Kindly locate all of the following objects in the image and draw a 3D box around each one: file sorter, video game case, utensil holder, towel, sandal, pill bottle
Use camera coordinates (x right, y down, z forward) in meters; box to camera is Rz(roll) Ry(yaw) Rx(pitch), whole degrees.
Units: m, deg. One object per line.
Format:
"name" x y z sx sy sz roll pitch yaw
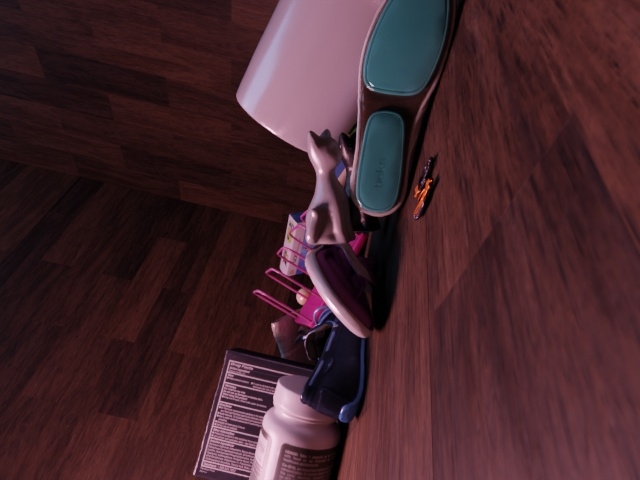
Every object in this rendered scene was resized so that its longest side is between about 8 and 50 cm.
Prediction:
"file sorter" -0.040 0.073 1.158 0.291 0.182 0.202 -59 9 -14
"video game case" 0.000 0.000 1.460 0.061 0.269 0.244 52 141 38
"utensil holder" 0.009 -0.451 1.009 0.385 0.327 0.327 -54 10 24
"towel" -0.061 0.320 1.321 0.187 0.049 0.282 71 -161 3
"sandal" 0.059 0.051 0.823 0.102 0.169 0.416 -44 8 10
"pill bottle" -0.050 0.433 0.814 0.161 0.161 0.283 116 168 -87

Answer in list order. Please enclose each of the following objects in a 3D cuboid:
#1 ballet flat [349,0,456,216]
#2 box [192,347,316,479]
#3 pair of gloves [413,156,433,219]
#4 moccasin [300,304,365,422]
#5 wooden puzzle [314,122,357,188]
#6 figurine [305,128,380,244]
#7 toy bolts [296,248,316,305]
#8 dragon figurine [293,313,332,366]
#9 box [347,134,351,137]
"ballet flat" 0.131 -0.243 0.715 0.139 0.139 0.400 -80 0 -74
"box" -0.126 0.456 1.054 0.183 0.296 0.294 104 180 -78
"pair of gloves" 0.147 -0.073 0.576 0.074 0.010 0.083 102 -177 -50
"moccasin" 0.025 0.201 0.824 0.342 0.117 0.138 -80 3 -72
"wooden puzzle" 0.082 -0.270 1.169 0.322 0.080 0.348 -55 11 14
"figurine" 0.039 -0.111 0.791 0.215 0.092 0.209 -21 -71 -60
"toy bolts" 0.017 0.116 1.348 0.218 0.158 0.228 104 179 -59
"dragon figurine" 0.019 0.277 1.200 0.289 0.144 0.085 -55 9 25
"box" 0.081 -0.357 1.359 0.183 0.056 0.231 -34 -23 -18
